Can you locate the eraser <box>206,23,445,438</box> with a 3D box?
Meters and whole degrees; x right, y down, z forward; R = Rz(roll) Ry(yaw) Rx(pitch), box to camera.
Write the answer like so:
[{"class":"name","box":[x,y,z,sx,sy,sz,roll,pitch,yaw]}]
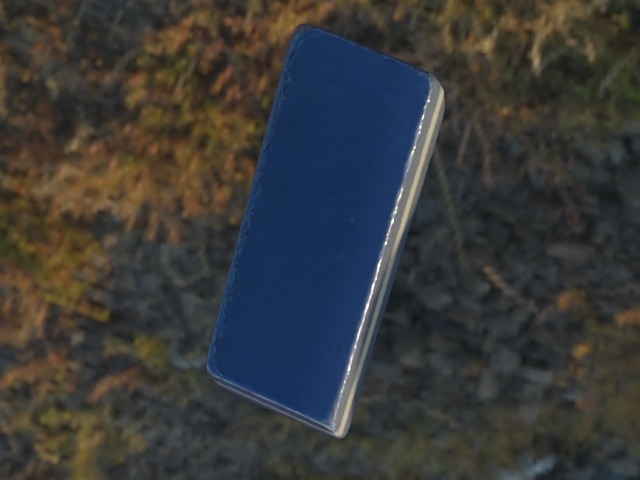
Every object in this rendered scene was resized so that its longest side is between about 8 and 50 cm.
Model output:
[{"class":"eraser","box":[0.000,0.000,0.924,0.082,0.036,0.225,23,112,18]}]
